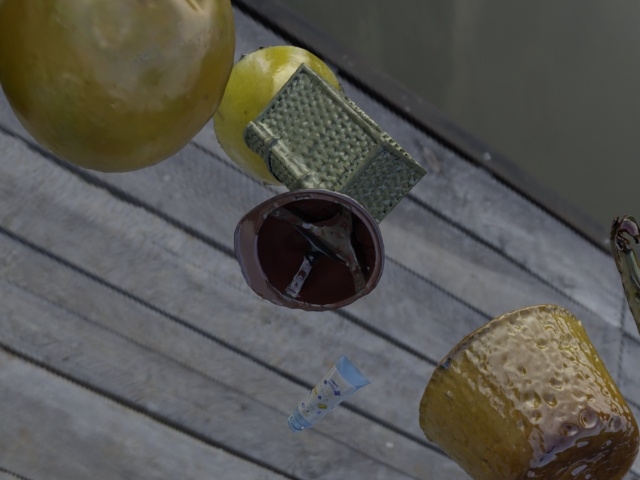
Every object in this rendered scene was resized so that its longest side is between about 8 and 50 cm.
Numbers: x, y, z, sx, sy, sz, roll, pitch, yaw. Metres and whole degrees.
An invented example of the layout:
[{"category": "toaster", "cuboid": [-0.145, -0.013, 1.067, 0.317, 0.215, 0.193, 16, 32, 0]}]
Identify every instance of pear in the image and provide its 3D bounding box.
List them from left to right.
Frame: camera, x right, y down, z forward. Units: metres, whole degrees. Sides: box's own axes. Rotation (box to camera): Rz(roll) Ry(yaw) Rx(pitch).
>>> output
[{"category": "pear", "cuboid": [-0.066, -0.189, 1.633, 0.267, 0.267, 0.178, 34, 19, -20]}]

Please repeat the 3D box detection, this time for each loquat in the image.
[{"category": "loquat", "cuboid": [-0.188, -0.179, 0.889, 0.244, 0.244, 0.243, 14, 65, -31]}]

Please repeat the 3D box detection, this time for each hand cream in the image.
[{"category": "hand cream", "cuboid": [0.006, 0.257, 1.546, 0.065, 0.170, 0.043, 45, 30, 3]}]

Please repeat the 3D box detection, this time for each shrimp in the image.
[{"category": "shrimp", "cuboid": [0.220, 0.043, 0.610, 0.178, 0.034, 0.124, -47, 116, -78]}]

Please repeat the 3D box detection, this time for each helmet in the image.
[{"category": "helmet", "cuboid": [0.000, 0.000, 0.682, 0.057, 0.111, 0.089, -43, 125, -63]}]

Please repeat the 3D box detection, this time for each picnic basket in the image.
[{"category": "picnic basket", "cuboid": [0.011, -0.114, 1.303, 0.196, 0.154, 0.134, 48, 13, 32]}]

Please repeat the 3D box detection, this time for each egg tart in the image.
[{"category": "egg tart", "cuboid": [0.211, 0.179, 0.935, 0.203, 0.202, 0.147, 9, 30, -33]}]
